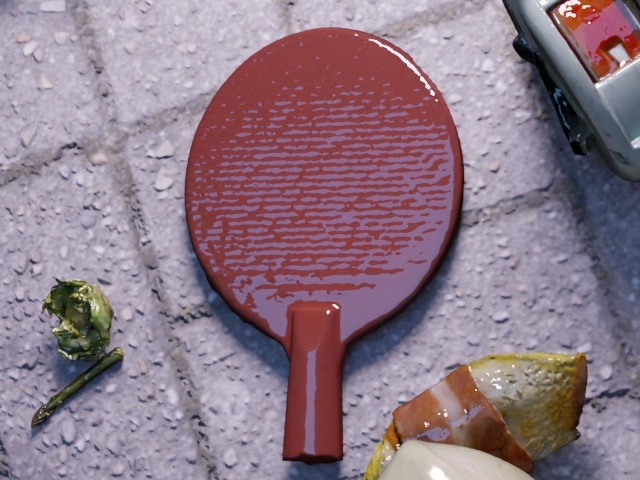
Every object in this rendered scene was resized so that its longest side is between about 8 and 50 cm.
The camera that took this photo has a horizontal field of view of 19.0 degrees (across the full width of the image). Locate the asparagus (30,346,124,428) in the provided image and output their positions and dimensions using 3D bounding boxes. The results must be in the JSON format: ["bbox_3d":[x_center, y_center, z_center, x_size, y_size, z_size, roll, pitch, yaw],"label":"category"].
[{"bbox_3d":[-0.234,0.140,1.829,0.114,0.015,0.014,-39,108,6],"label":"asparagus"}]

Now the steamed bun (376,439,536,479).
[{"bbox_3d":[0.136,0.293,1.601,0.250,0.155,0.200,36,92,-28],"label":"steamed bun"}]

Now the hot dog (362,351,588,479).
[{"bbox_3d":[0.123,0.176,1.691,0.261,0.123,0.093,-33,35,0],"label":"hot dog"}]

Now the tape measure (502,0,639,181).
[{"bbox_3d":[0.238,-0.165,1.654,0.125,0.243,0.246,-32,74,7],"label":"tape measure"}]

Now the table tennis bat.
[{"bbox_3d":[0.000,0.000,1.784,0.268,0.051,0.414,-1,78,14],"label":"table tennis bat"}]

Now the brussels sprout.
[{"bbox_3d":[-0.225,0.076,1.819,0.085,0.058,0.085,2,94,33],"label":"brussels sprout"}]
